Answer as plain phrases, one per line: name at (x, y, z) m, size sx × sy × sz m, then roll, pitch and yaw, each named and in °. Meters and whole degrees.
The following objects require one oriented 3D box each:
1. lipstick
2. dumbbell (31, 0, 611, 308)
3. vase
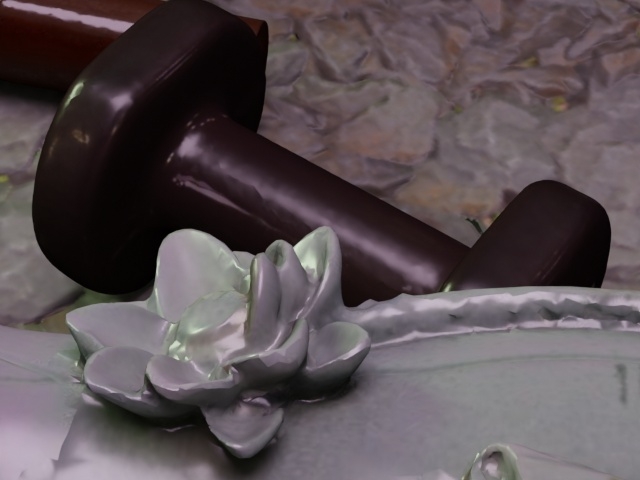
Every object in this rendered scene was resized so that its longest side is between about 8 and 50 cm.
lipstick at (-0.203, -0.116, 0.884) m, size 0.356 × 0.057 × 0.057 m, roll 11°, pitch 50°, yaw 8°
dumbbell at (0.000, 0.000, 0.753) m, size 0.225 × 0.124 × 0.140 m, roll 28°, pitch 54°, yaw 19°
vase at (0.017, 0.115, 0.556) m, size 0.445 × 0.250 × 0.250 m, roll 13°, pitch 50°, yaw -9°
